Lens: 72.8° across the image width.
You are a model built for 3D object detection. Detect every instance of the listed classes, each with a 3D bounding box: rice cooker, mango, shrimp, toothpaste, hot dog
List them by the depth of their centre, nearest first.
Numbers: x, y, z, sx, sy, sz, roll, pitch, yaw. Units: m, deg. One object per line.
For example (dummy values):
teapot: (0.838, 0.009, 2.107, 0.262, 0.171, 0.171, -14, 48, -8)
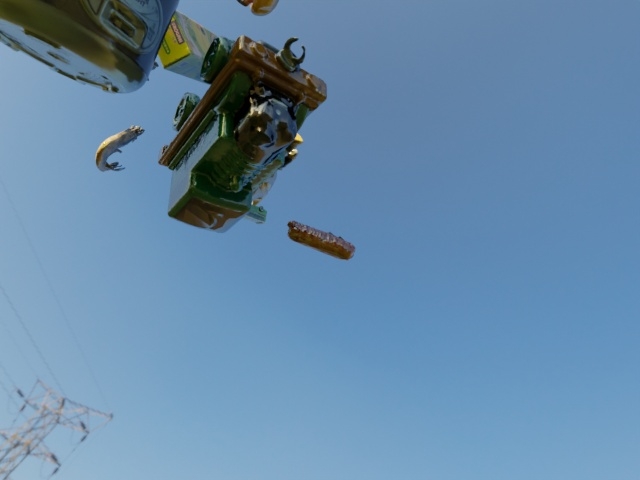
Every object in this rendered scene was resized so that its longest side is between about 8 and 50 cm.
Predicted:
rice cooker: (-0.379, -0.414, 0.711, 0.288, 0.288, 0.277, 21, -94, 7)
hot dog: (0.000, -0.002, 0.850, 0.144, 0.062, 0.038, 22, -74, 2)
toothpaste: (-0.303, -0.465, 1.078, 0.077, 0.327, 0.110, -22, -84, 14)
mango: (-0.143, -0.666, 1.101, 0.098, 0.075, 0.190, 7, -41, 1)
shrimp: (-0.701, -0.319, 1.530, 0.046, 0.219, 0.152, 31, -38, 6)

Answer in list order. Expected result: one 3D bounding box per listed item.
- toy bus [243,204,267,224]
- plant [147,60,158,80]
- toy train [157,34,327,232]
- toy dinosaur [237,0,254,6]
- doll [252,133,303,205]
toy bus: (-0.152, -0.062, 0.934, 0.031, 0.083, 0.037, -2, -103, 35)
plant: (-0.603, -0.582, 1.259, 0.274, 0.146, 0.149, 38, -48, -24)
toy train: (-0.158, -0.177, 0.779, 0.178, 0.249, 0.429, 18, -32, -33)
toy dinosaur: (-0.124, -0.528, 0.794, 0.101, 0.280, 0.055, -20, -34, 12)
doll: (-0.172, -0.199, 1.249, 0.316, 0.145, 0.103, -43, -108, 32)
